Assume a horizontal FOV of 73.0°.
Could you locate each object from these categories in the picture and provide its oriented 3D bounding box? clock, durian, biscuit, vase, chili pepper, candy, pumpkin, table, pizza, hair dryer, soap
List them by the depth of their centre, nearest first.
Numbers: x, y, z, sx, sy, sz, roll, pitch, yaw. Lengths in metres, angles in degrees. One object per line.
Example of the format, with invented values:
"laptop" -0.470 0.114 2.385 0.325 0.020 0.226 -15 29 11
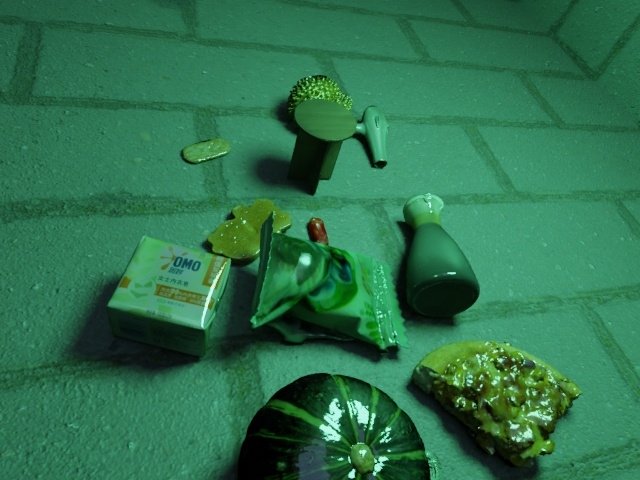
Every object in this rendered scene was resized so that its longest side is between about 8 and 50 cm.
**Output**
"pumpkin" 0.024 0.385 0.714 0.322 0.241 0.324 7 54 -10
"clock" 0.208 0.461 0.860 0.074 0.010 0.083 18 51 -4
"soap" -0.305 0.114 0.891 0.199 0.138 0.182 15 50 -5
"pizza" 0.398 0.343 0.953 0.408 0.114 0.278 14 46 -3
"candy" 0.030 0.109 0.987 0.397 0.172 0.263 15 54 -22
"biscuit" -0.178 -0.019 1.099 0.166 0.036 0.225 35 55 12
"vase" 0.294 0.027 1.136 0.173 0.173 0.321 10 45 -10
"chili pepper" 0.000 0.000 1.142 0.045 0.027 0.178 -1 56 -18
"table" -0.010 -0.249 1.202 0.166 0.227 0.167 8 52 -10
"biscuit" -0.328 -0.261 1.251 0.147 0.018 0.071 -25 67 -33
"durian" 0.001 -0.466 1.402 0.193 0.138 0.237 8 32 38
"hair dryer" 0.115 -0.322 1.413 0.266 0.092 0.229 -19 66 -12
